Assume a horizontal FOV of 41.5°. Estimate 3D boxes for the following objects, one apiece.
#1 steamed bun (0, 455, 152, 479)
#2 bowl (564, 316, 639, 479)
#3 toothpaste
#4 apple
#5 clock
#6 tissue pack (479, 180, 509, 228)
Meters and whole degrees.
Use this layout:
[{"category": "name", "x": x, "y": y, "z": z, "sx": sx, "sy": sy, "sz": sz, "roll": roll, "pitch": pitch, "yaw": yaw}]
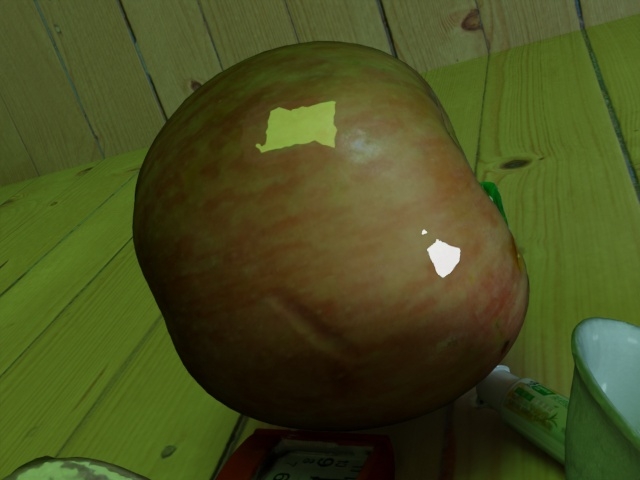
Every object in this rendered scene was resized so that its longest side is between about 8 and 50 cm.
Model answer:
[{"category": "steamed bun", "x": -0.132, "y": 0.288, "z": 0.477, "sx": 0.199, "sy": 0.251, "sz": 0.301, "roll": 19, "pitch": 65, "yaw": 20}, {"category": "bowl", "x": 0.251, "y": 0.192, "z": 0.496, "sx": 0.313, "sy": 0.146, "sz": 0.313, "roll": 24, "pitch": 16, "yaw": -8}, {"category": "toothpaste", "x": 0.244, "y": 0.181, "z": 0.716, "sx": 0.056, "sy": 0.058, "sz": 0.314, "roll": 17, "pitch": 6, "yaw": -31}, {"category": "apple", "x": 0.000, "y": 0.000, "z": 0.843, "sx": 0.346, "sy": 0.392, "sz": 0.391, "roll": -23, "pitch": 20, "yaw": 8}, {"category": "clock", "x": -0.013, "y": 0.232, "z": 0.799, "sx": 0.155, "sy": 0.061, "sz": 0.113, "roll": -5, "pitch": 19, "yaw": 25}, {"category": "tissue pack", "x": 0.160, "y": -0.010, "z": 1.117, "sx": 0.148, "sy": 0.156, "sz": 0.209, "roll": -13, "pitch": 23, "yaw": 22}]
